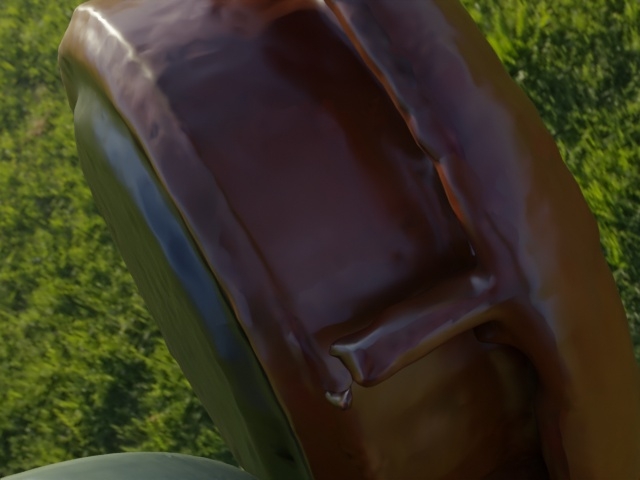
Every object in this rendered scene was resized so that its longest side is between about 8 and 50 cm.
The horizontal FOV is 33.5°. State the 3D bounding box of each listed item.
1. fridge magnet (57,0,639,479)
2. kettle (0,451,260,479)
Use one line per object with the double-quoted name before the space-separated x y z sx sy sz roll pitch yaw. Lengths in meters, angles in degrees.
"fridge magnet" 0.000 0.000 0.483 0.155 0.363 0.363 -29 50 -14
"kettle" -0.007 0.279 0.285 0.247 0.319 0.342 -33 48 -16
